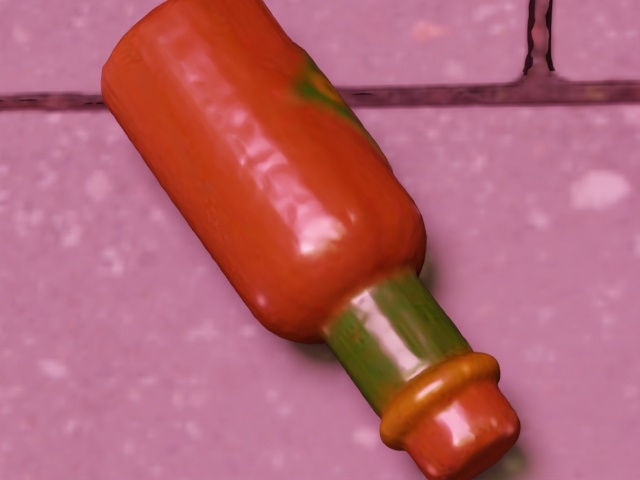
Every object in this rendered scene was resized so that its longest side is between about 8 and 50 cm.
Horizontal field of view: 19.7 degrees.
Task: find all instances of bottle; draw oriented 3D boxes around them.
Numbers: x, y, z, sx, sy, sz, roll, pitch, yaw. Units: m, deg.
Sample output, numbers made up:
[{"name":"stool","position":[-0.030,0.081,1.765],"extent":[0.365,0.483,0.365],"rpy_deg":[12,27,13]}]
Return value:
[{"name":"bottle","position":[0.000,0.000,0.612],"extent":[0.069,0.069,0.187],"rpy_deg":[-35,68,-1]}]
